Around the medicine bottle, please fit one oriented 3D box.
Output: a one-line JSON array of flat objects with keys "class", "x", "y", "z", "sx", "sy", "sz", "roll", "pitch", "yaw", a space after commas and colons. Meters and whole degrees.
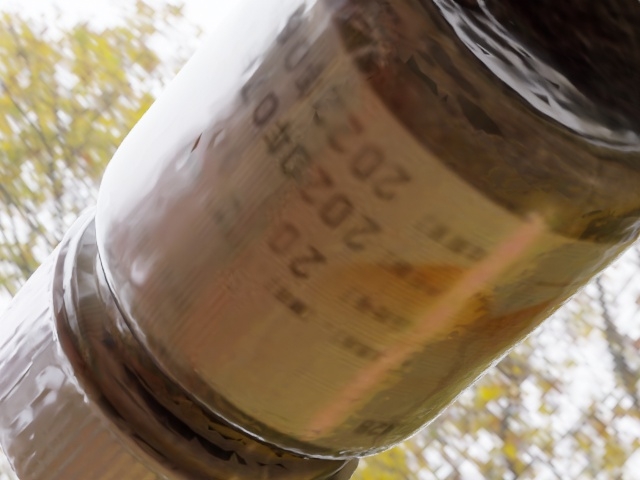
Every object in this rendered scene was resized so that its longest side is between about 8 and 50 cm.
[{"class": "medicine bottle", "x": 0.000, "y": 0.000, "z": 0.749, "sx": 0.165, "sy": 0.165, "sz": 0.273, "roll": 19, "pitch": -49, "yaw": -30}]
